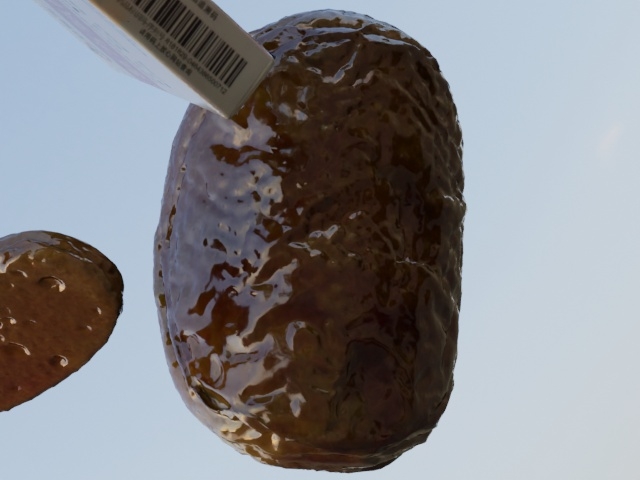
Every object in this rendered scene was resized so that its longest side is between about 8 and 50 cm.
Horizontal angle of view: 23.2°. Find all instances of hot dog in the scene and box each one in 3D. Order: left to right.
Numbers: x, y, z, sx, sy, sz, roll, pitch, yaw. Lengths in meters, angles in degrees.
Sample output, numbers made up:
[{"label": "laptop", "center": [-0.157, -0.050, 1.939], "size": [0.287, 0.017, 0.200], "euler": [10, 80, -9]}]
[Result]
[{"label": "hot dog", "center": [0.000, 0.000, 1.313], "size": [0.174, 0.267, 0.387], "euler": [152, 122, -71]}]

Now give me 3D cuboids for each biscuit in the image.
[{"label": "biscuit", "center": [-0.306, 0.031, 1.189], "size": [0.262, 0.277, 0.052], "euler": [-38, 31, 38]}]

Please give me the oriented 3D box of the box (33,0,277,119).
[{"label": "box", "center": [-0.208, -0.226, 1.072], "size": [0.353, 0.214, 0.069], "euler": [42, -98, -32]}]
